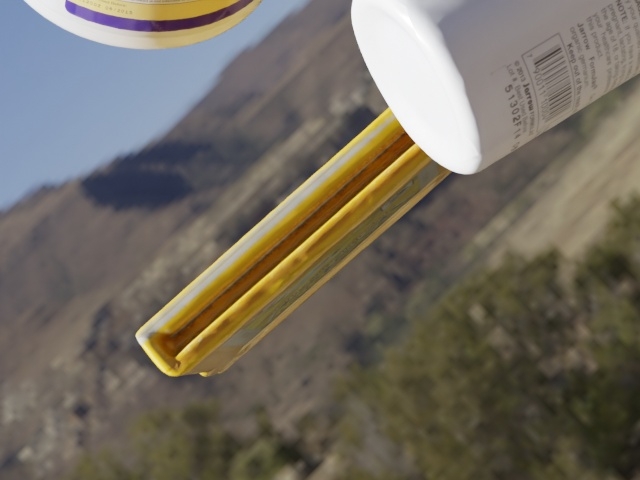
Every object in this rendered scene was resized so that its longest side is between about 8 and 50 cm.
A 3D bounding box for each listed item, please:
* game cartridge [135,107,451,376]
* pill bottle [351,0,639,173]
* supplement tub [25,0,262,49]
[{"bbox_3d":[0.000,0.000,1.524,0.285,0.053,0.323,-41,-7,1],"label":"game cartridge"},{"bbox_3d":[0.145,-0.148,1.168,0.229,0.131,0.131,-31,-1,-13],"label":"pill bottle"},{"bbox_3d":[-0.124,-0.333,1.501,0.241,0.241,0.331,-46,-16,-34],"label":"supplement tub"}]
